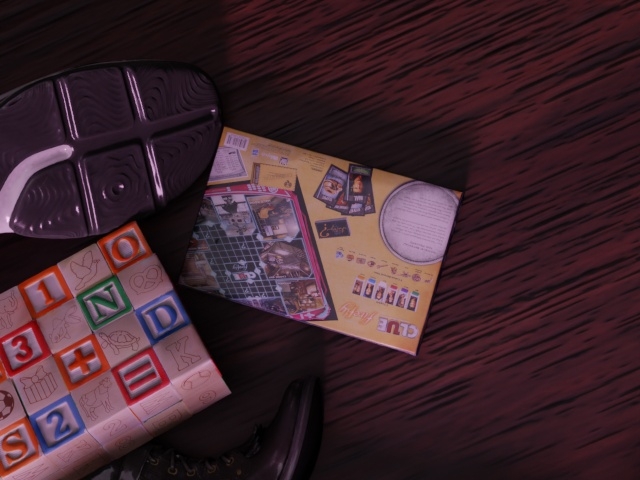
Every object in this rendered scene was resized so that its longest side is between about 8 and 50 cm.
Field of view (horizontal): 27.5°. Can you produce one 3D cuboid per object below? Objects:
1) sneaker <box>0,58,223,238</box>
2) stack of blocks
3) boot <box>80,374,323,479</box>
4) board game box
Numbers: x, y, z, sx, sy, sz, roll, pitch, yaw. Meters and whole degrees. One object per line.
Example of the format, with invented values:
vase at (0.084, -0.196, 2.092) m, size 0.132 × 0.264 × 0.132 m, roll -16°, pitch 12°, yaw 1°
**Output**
sneaker at (-0.333, -0.096, 1.259) m, size 0.447 × 0.257 × 0.169 m, roll -23°, pitch 123°, yaw -24°
stack of blocks at (-0.256, 0.133, 1.219) m, size 0.297 × 0.087 × 0.171 m, roll -30°, pitch 62°, yaw -6°
boot at (-0.135, 0.217, 1.246) m, size 0.229 × 0.091 × 0.263 m, roll 22°, pitch 83°, yaw 14°
board game box at (0.000, 0.000, 1.269) m, size 0.243 × 0.042 × 0.165 m, roll 17°, pitch 87°, yaw 8°
